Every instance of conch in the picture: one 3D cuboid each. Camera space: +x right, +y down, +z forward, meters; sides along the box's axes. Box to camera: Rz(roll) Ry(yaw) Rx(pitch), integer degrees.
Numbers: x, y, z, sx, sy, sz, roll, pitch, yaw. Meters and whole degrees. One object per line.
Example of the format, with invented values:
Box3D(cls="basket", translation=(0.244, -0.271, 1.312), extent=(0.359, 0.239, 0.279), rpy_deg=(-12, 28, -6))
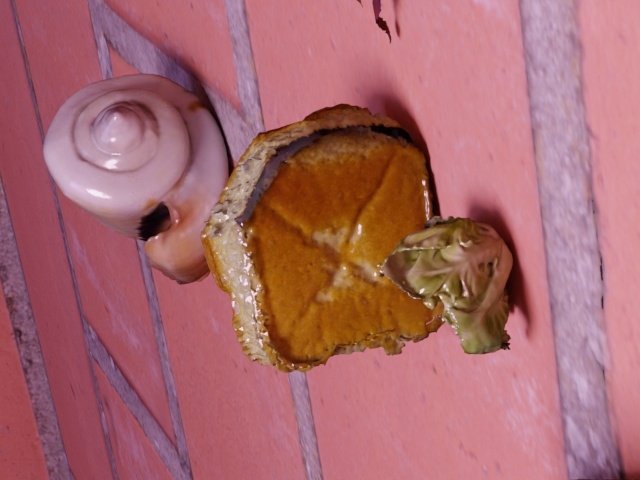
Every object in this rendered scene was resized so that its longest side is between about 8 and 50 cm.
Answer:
Box3D(cls="conch", translation=(-0.126, -0.054, 1.475), extent=(0.158, 0.127, 0.255), rpy_deg=(38, 177, 14))

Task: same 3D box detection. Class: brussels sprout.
Box3D(cls="brussels sprout", translation=(0.072, 0.018, 0.945), extent=(0.085, 0.058, 0.085), rpy_deg=(42, 177, 3))

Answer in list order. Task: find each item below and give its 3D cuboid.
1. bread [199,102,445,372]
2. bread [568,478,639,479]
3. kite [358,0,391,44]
Box3D(cls="bread", translation=(0.000, 0.000, 1.028), extent=(0.069, 0.128, 0.140), rpy_deg=(17, 123, 66))
Box3D(cls="bread", translation=(0.132, 0.272, 0.802), extent=(0.187, 0.155, 0.338), rpy_deg=(160, 94, -70))
Box3D(cls="kite", translation=(0.031, -0.208, 0.929), extent=(0.245, 0.015, 0.141), rpy_deg=(96, 155, -51))
